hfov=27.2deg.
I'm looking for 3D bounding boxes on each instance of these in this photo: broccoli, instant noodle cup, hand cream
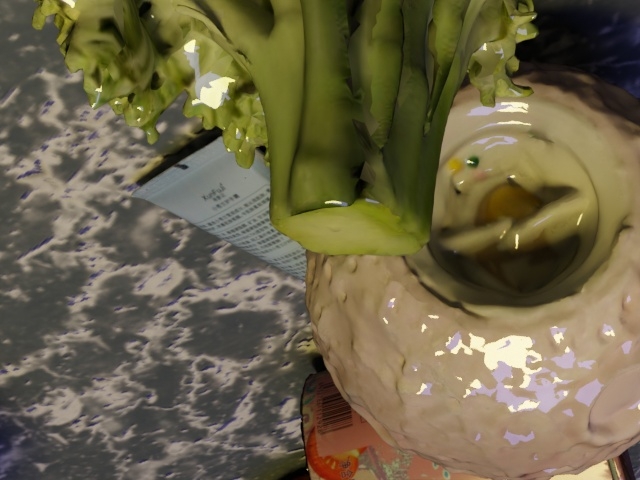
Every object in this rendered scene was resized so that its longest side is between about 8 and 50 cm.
[{"bbox_3d":[0.005,-0.113,0.596,0.263,0.243,0.247,11,150,-25],"label":"broccoli"},{"bbox_3d":[0.122,0.170,1.046,0.231,0.243,0.243,-17,145,11],"label":"instant noodle cup"},{"bbox_3d":[0.000,0.000,0.916,0.091,0.058,0.271,-26,141,34],"label":"hand cream"}]

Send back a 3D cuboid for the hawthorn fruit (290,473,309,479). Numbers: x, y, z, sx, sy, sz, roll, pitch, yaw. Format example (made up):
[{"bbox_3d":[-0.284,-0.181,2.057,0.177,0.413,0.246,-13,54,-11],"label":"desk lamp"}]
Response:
[{"bbox_3d":[-0.039,0.293,1.225,0.285,0.165,0.165,-6,145,8],"label":"hawthorn fruit"}]

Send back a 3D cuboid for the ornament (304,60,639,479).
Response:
[{"bbox_3d":[0.116,0.019,0.813,0.259,0.259,0.225,-16,156,1],"label":"ornament"}]
